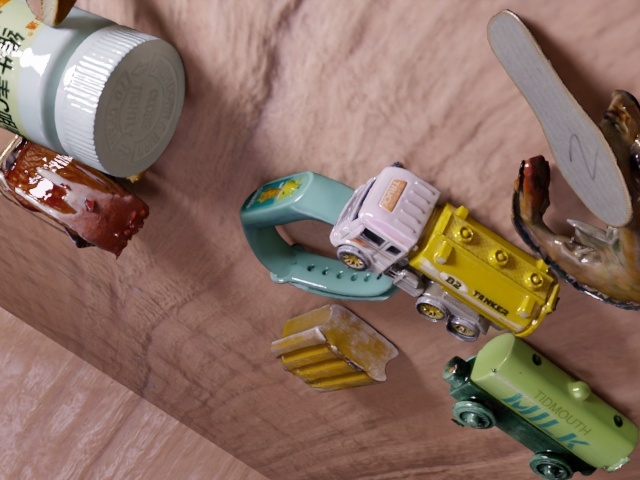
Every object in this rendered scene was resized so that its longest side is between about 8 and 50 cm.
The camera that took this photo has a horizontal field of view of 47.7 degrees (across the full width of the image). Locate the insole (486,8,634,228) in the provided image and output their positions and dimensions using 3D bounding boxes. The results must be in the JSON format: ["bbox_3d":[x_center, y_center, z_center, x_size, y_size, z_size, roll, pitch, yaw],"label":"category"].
[{"bbox_3d":[0.180,-0.090,0.544,0.188,0.004,0.064,58,161,1],"label":"insole"}]

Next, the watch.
[{"bbox_3d":[0.000,0.000,0.908,0.237,0.068,0.195,-10,134,48],"label":"watch"}]

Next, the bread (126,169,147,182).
[{"bbox_3d":[-0.292,-0.156,0.950,0.187,0.065,0.103,30,155,2],"label":"bread"}]

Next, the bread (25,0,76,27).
[{"bbox_3d":[-0.250,-0.253,0.687,0.043,0.109,0.062,36,-164,-4],"label":"bread"}]

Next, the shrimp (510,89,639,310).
[{"bbox_3d":[0.237,-0.025,0.630,0.173,0.058,0.253,17,149,44],"label":"shrimp"}]

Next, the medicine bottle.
[{"bbox_3d":[-0.326,-0.197,0.812,0.318,0.158,0.158,24,152,17],"label":"medicine bottle"}]

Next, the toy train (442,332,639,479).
[{"bbox_3d":[0.289,0.218,0.942,0.253,0.105,0.157,36,139,-8],"label":"toy train"}]

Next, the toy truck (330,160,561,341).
[{"bbox_3d":[0.131,0.014,0.755,0.226,0.098,0.114,33,152,-5],"label":"toy truck"}]

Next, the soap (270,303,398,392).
[{"bbox_3d":[0.009,0.182,1.187,0.140,0.073,0.232,39,153,-11],"label":"soap"}]

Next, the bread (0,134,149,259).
[{"bbox_3d":[-0.356,-0.076,1.063,0.212,0.142,0.224,26,169,42],"label":"bread"}]
